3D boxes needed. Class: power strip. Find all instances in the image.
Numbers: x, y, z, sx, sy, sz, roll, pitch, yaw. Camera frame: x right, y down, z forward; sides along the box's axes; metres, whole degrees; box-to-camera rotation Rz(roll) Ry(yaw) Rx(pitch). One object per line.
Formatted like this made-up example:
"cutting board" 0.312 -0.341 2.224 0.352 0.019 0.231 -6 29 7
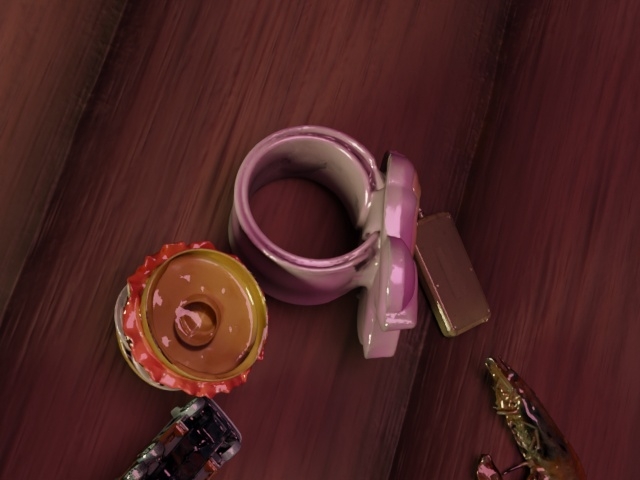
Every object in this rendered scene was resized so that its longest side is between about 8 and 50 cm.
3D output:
"power strip" 0.158 0.036 1.524 0.076 0.028 0.169 -22 89 -28

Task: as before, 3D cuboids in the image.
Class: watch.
"watch" 0.000 0.000 1.391 0.217 0.211 0.248 8 65 -5

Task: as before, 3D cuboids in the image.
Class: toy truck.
"toy truck" -0.171 0.251 1.274 0.080 0.115 0.178 51 40 -5

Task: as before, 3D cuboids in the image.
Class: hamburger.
"hamburger" -0.150 0.088 1.304 0.175 0.137 0.175 6 77 -29

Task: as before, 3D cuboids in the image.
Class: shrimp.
"shrimp" 0.252 0.266 1.498 0.143 0.052 0.251 -30 92 -25
